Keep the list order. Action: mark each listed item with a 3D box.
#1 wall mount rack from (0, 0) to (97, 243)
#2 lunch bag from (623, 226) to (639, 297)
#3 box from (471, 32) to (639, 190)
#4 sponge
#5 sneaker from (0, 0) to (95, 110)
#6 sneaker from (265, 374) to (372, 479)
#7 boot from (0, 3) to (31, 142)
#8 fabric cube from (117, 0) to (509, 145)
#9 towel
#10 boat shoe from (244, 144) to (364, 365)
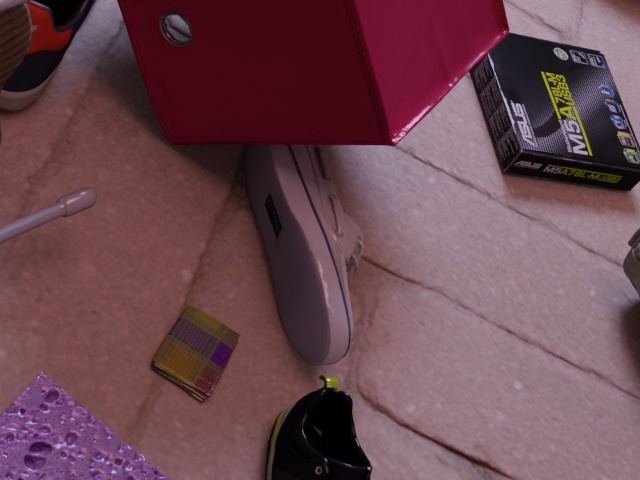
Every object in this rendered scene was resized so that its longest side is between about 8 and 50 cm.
[{"bbox_3d":[-0.265,-0.045,1.101,0.130,0.350,0.304,4,34,3],"label":"wall mount rack"},{"bbox_3d":[0.472,0.109,1.534,0.256,0.213,0.305,-7,57,-16],"label":"lunch bag"},{"bbox_3d":[0.272,-0.152,1.721,0.184,0.045,0.191,9,51,-29],"label":"box"},{"bbox_3d":[-0.175,0.210,1.165,0.210,0.031,0.117,39,45,1],"label":"sponge"},{"bbox_3d":[-0.253,-0.286,1.428,0.131,0.148,0.350,21,47,-16],"label":"sneaker"},{"bbox_3d":[-0.002,0.218,1.218,0.084,0.097,0.235,11,51,-24],"label":"sneaker"},{"bbox_3d":[-0.337,-0.196,1.240,0.090,0.248,0.207,-32,73,-29],"label":"boot"},{"bbox_3d":[-0.011,-0.251,1.404,0.259,0.258,0.254,-44,127,-44],"label":"fabric cube"},{"bbox_3d":[-0.110,0.098,1.309,0.060,0.009,0.083,32,44,-5],"label":"towel"},{"bbox_3d":[0.000,0.000,1.396,0.084,0.095,0.258,1,56,-26],"label":"boat shoe"}]
